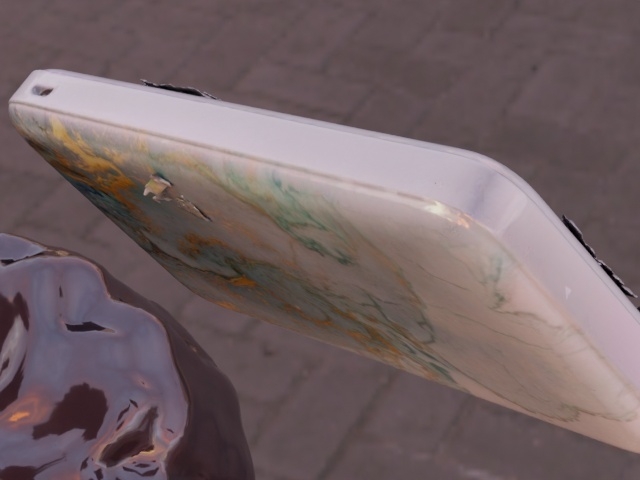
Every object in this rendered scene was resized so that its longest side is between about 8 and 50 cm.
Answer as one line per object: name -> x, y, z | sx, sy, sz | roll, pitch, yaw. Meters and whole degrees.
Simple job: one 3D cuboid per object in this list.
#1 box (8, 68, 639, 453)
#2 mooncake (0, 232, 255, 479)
box -> 0.000, 0.000, 0.640 | 0.285, 0.142, 0.044 | 15, 68, 51
mooncake -> -0.182, 0.139, 1.012 | 0.283, 0.141, 0.283 | -8, 69, 23
